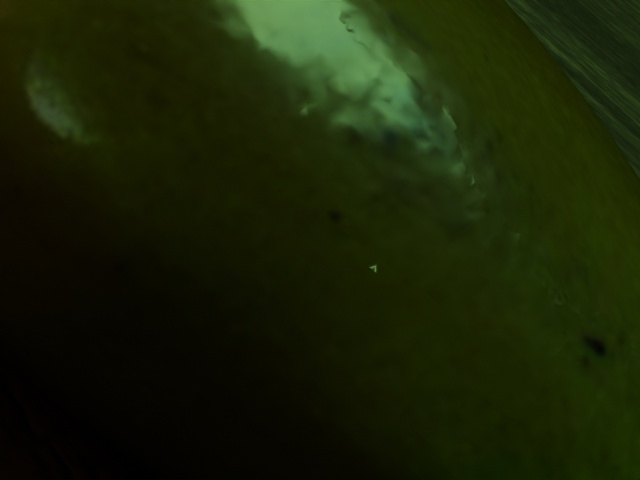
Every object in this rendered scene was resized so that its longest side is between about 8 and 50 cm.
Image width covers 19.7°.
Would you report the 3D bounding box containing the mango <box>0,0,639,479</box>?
[{"bbox_3d":[0.000,-0.003,0.390,0.221,0.120,0.151,41,24,-4],"label":"mango"}]
